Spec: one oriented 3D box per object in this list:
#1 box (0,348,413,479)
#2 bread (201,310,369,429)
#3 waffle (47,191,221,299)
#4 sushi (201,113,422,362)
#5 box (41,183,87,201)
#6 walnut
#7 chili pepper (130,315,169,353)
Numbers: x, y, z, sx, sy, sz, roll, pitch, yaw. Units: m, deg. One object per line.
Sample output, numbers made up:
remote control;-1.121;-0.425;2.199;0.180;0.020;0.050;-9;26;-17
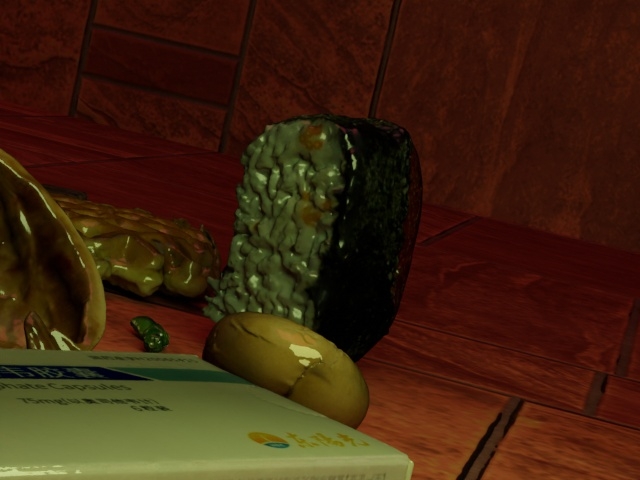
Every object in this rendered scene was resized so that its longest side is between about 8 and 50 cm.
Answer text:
box;-0.138;0.114;0.861;0.343;0.065;0.200;6;10;-45
bread;-0.028;0.096;1.086;0.114;0.077;0.189;28;-13;-7
waffle;-0.246;-0.007;1.626;0.302;0.068;0.325;12;6;-6
sushi;0.000;0.000;1.357;0.136;0.225;0.126;25;11;35
box;-0.304;-0.036;1.852;0.062;0.045;0.098;11;8;0
walnut;-0.241;0.024;1.095;0.167;0.087;0.211;-17;72;-49
chili pepper;-0.138;0.078;1.342;0.027;0.022;0.083;45;-4;-17
